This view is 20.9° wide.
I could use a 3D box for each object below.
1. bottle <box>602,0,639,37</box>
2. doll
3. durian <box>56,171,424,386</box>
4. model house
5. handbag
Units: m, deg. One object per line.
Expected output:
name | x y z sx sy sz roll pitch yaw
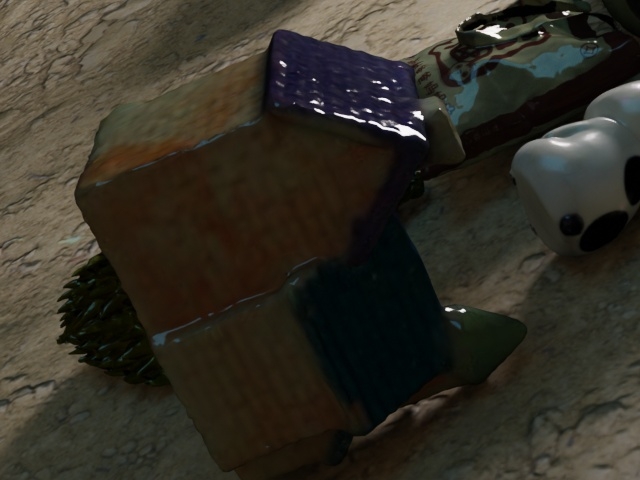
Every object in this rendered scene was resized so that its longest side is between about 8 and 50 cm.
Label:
bottle | 0.334 -0.335 1.771 0.168 0.168 0.347 -25 28 10
doll | 0.248 -0.066 1.483 0.180 0.110 0.107 -39 31 -19
durian | -0.072 0.033 1.674 0.394 0.163 0.198 -28 -11 -4
model house | 0.000 0.000 1.406 0.280 0.312 0.245 -24 18 9
handbag | 0.174 -0.158 1.680 0.235 0.127 0.213 -27 27 1
